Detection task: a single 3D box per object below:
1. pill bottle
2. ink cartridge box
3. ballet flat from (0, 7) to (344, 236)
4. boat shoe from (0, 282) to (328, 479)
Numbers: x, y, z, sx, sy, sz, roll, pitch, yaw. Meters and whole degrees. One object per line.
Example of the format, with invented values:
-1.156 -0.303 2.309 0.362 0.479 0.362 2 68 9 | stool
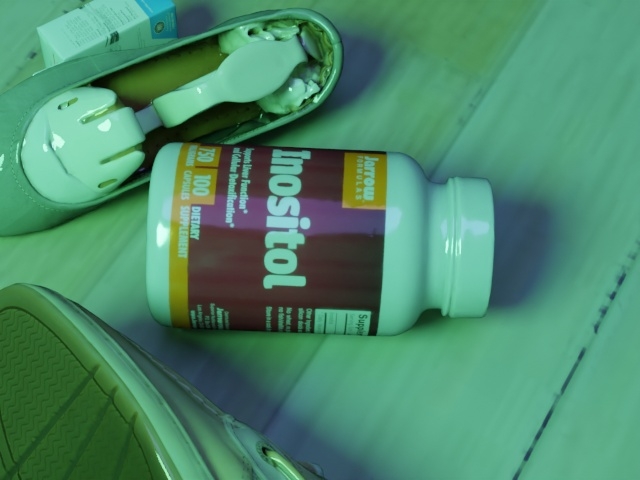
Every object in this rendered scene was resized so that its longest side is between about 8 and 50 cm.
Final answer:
0.000 0.000 0.653 0.152 0.086 0.086 2 56 0 | pill bottle
-0.115 -0.096 0.735 0.083 0.048 0.028 -30 62 -20 | ink cartridge box
-0.084 -0.064 0.694 0.213 0.068 0.072 -25 101 -19 | ballet flat
-0.033 0.132 0.566 0.302 0.109 0.098 44 26 24 | boat shoe
